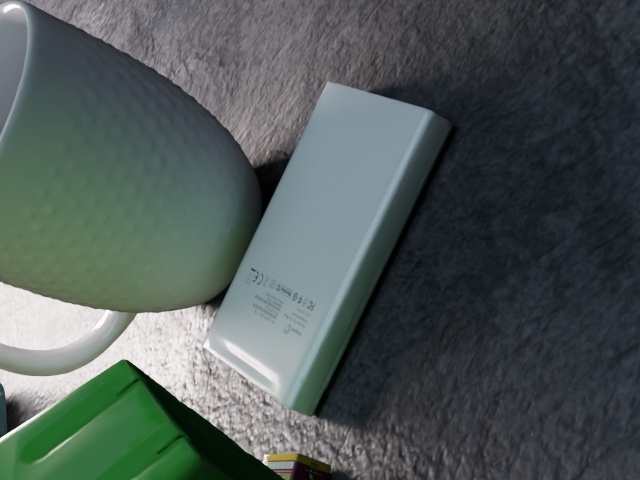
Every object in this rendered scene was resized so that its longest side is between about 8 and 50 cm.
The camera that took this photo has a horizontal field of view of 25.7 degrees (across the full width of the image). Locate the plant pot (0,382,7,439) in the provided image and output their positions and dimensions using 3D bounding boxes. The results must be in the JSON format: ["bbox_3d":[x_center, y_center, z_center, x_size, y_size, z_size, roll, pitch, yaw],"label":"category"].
[{"bbox_3d":[-0.545,0.266,1.816,0.252,0.248,0.247,-34,40,14],"label":"plant pot"}]

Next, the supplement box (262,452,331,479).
[{"bbox_3d":[-0.029,0.238,1.270,0.055,0.043,0.083,-11,59,51],"label":"supplement box"}]

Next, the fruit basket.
[{"bbox_3d":[-0.158,0.322,1.094,0.392,0.392,0.283,-60,33,6],"label":"fruit basket"}]

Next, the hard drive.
[{"bbox_3d":[0.000,0.000,1.395,0.203,0.040,0.307,26,90,58],"label":"hard drive"}]

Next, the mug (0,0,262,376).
[{"bbox_3d":[-0.264,-0.022,1.519,0.374,0.328,0.276,-59,32,8],"label":"mug"}]
